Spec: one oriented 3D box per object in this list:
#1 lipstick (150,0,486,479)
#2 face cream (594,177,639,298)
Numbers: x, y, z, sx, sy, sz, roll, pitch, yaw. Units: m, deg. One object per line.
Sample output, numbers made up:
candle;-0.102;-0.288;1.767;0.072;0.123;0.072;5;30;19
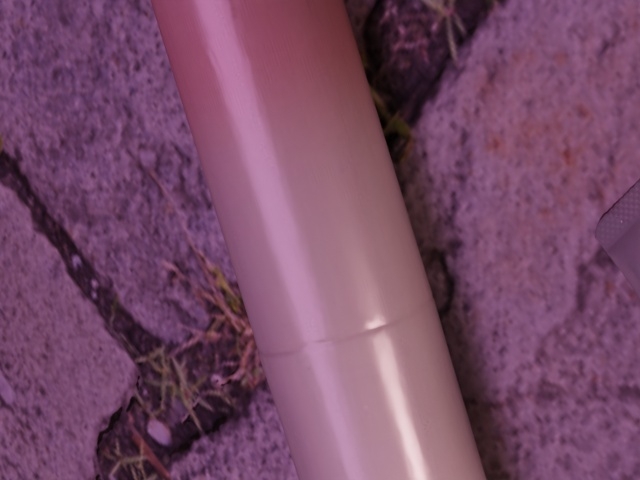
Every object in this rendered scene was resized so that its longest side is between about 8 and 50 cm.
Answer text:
lipstick;0.000;0.000;0.927;0.087;0.087;0.327;-10;99;46
face cream;0.196;0.052;0.786;0.114;0.070;0.224;-51;57;43
